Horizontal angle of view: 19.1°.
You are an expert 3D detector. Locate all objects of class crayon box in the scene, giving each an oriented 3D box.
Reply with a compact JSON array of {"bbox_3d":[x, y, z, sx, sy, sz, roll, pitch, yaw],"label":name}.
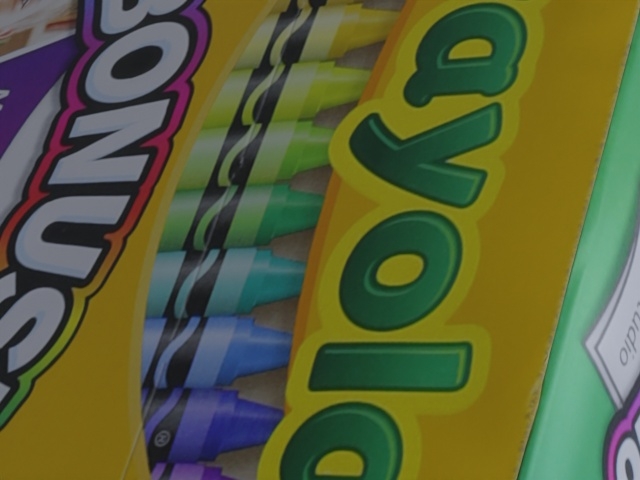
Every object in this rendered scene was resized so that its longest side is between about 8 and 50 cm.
[{"bbox_3d":[-0.045,0.015,0.544,0.313,0.106,0.363,-5,-128,34],"label":"crayon box"}]
